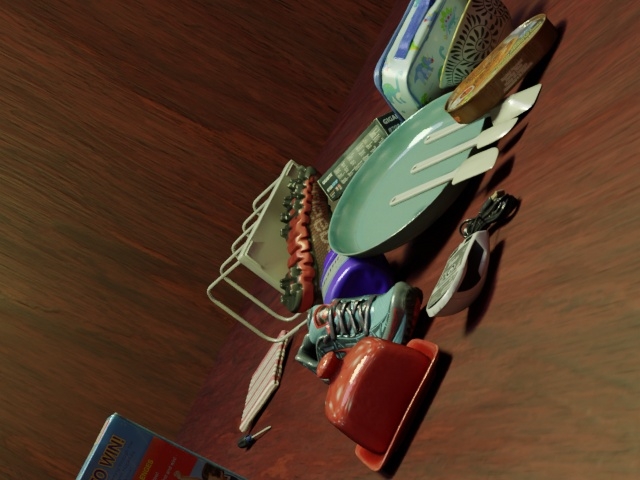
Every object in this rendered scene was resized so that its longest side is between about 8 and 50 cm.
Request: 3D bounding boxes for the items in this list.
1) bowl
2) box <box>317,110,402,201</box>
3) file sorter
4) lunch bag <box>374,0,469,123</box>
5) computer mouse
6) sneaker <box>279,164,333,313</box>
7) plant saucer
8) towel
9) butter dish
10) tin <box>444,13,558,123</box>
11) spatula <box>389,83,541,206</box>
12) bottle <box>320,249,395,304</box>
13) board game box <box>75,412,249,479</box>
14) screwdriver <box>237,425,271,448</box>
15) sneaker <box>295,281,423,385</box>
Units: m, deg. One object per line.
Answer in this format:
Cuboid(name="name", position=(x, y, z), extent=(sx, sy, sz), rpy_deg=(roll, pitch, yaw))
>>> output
Cuboid(name="bowl", position=(0.250, -0.297, 1.914), extent=(0.170, 0.080, 0.170), rpy_deg=(23, -90, -80))
Cuboid(name="box", position=(0.115, -0.165, 2.186), extent=(0.175, 0.051, 0.220), rpy_deg=(-29, -10, -38))
Cuboid(name="file sorter", position=(-0.070, 0.030, 2.412), extent=(0.173, 0.193, 0.277), rpy_deg=(-40, 18, 44))
Cuboid(name="lunch bag", position=(0.185, -0.293, 2.027), extent=(0.090, 0.176, 0.219), rpy_deg=(9, 66, 41))
Cuboid(name="computer mouse", position=(0.174, 0.026, 1.452), extent=(0.106, 0.042, 0.193), rpy_deg=(-47, 10, 48))
Cuboid(name="sneaker", position=(0.000, 0.000, 2.261), extent=(0.097, 0.135, 0.276), rpy_deg=(136, 136, -64))
Cuboid(name="plant saucer", position=(0.137, -0.092, 1.849), extent=(0.317, 0.044, 0.317), rpy_deg=(-41, 22, 21))
Cuboid(name="towel", position=(-0.108, 0.286, 2.556), extent=(0.144, 0.029, 0.197), rpy_deg=(-58, 10, 29))
Cuboid(name="butter dish", position=(0.051, 0.169, 1.462), extent=(0.160, 0.118, 0.160), rpy_deg=(-62, 8, -5))
Cuboid(name="tin", position=(0.249, -0.233, 1.726), extent=(0.190, 0.040, 0.106), rpy_deg=(-45, 10, -1))
Cuboid(name="spatula", position=(0.193, -0.125, 1.715), extent=(0.242, 0.019, 0.168), rpy_deg=(-23, 33, 56))
Cuboid(name="bottle", position=(0.054, 0.058, 1.973), extent=(0.118, 0.092, 0.283), rpy_deg=(-60, 7, 9))
Cuboid(name="board game box", position=(-0.181, 0.406, 1.466), extent=(0.308, 0.302, 0.086), rpy_deg=(-63, 7, -15))
Cuboid(name="screwdriver", position=(-0.126, 0.366, 2.368), extent=(0.024, 0.025, 0.170), rpy_deg=(-66, 7, -27))
Cuboid(name="sneaker", position=(0.041, 0.126, 1.665), extent=(0.262, 0.125, 0.104), rpy_deg=(-53, 12, 52))
